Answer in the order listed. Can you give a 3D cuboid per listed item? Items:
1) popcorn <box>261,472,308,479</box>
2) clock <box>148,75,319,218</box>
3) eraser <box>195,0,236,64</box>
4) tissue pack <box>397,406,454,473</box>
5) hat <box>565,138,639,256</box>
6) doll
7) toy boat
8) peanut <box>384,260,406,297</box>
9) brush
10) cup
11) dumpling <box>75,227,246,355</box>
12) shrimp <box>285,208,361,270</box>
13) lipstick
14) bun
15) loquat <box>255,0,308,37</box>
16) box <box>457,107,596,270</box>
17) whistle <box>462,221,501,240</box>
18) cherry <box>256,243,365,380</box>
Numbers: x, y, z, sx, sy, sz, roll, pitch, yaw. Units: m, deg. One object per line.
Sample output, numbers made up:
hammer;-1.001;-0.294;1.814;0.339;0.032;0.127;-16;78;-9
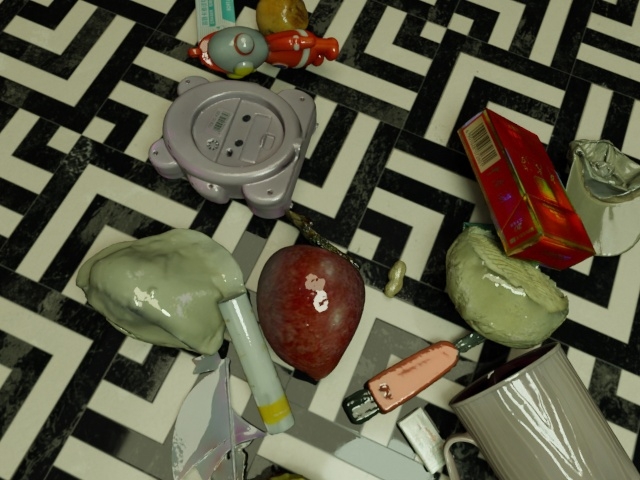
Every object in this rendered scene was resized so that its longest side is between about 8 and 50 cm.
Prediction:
popcorn;-0.045;0.505;0.794;0.286;0.215;0.252;25;76;-35
clock;-0.186;-0.220;1.119;0.321;0.113;0.296;15;70;5
eraser;-0.258;-0.545;1.262;0.095;0.052;0.225;-5;70;-7
tissue pack;0.198;0.378;0.966;0.056;0.023;0.108;-30;74;-12
hat;0.612;-0.103;1.139;0.214;0.149;0.245;20;106;-4
doll;-0.128;-0.420;1.140;0.336;0.199;0.106;-10;103;-26
toy boat;-0.213;0.375;0.929;0.219;0.072;0.318;-27;70;-15
peanut;0.158;0.082;1.064;0.037;0.037;0.083;20;68;5
brush;0.193;0.260;0.998;0.323;0.051;0.070;-27;66;-8
cup;0.362;0.355;0.881;0.288;0.208;0.273;-25;74;-20
dumpling;-0.298;0.071;0.966;0.318;0.187;0.243;30;71;5
shrimp;0.002;-0.003;1.031;0.195;0.148;0.035;38;81;8
lipstick;-0.118;0.224;0.939;0.059;0.059;0.264;-20;96;-9
bun;0.341;0.099;0.987;0.259;0.259;0.152;38;115;11
loquat;-0.091;-0.548;1.246;0.137;0.113;0.137;-9;50;12
box;0.416;-0.104;1.039;0.197;0.089;0.314;13;53;-36
whistle;0.402;-0.017;1.110;0.186;0.039;0.039;4;70;0
cherry;-0.028;0.123;0.944;0.205;0.239;0.240;27;70;-14
